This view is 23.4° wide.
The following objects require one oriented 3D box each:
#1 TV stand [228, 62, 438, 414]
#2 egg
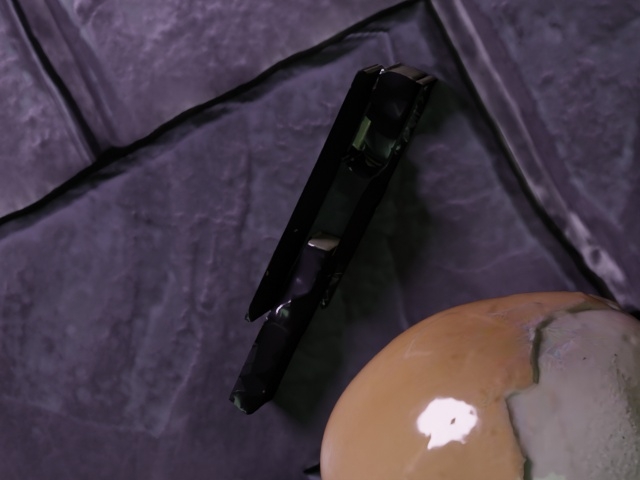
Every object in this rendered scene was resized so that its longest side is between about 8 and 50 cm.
[{"bbox_3d":[0.000,0.000,0.974,0.042,0.036,0.249,30,112,10],"label":"TV stand"},{"bbox_3d":[0.113,0.130,0.877,0.244,0.201,0.201,-2,102,31],"label":"egg"}]
